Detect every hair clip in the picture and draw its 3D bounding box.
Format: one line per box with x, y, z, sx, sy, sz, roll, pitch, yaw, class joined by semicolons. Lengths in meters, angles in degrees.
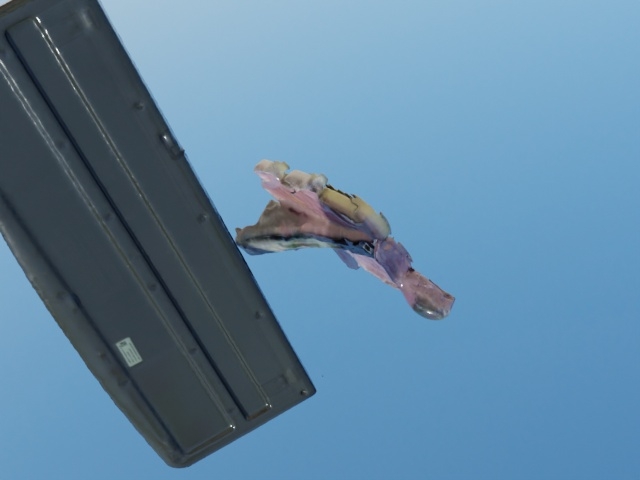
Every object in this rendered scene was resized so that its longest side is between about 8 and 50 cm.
0.004;-0.007;0.858;0.187;0.146;0.056;7;-121;53;hair clip

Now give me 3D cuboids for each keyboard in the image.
-0.069;0.047;0.584;0.103;0.381;0.041;-29;-151;-4;keyboard
